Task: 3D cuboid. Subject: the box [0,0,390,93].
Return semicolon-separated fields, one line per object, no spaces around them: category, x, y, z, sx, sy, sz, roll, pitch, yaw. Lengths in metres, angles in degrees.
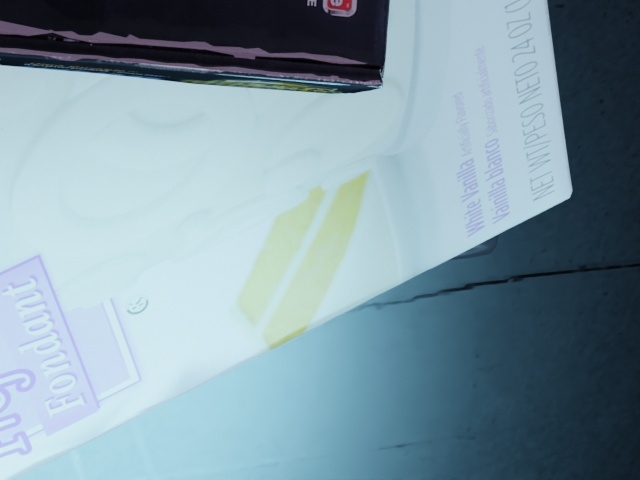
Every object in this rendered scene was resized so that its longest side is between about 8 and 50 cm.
box;-0.064;-0.154;0.503;0.175;0.051;0.220;4;90;-16

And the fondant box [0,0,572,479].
fondant box;-0.086;-0.053;0.634;0.330;0.096;0.238;-26;133;-12

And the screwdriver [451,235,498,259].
screwdriver;0.000;0.000;0.781;0.170;0.024;0.025;-2;153;-29
